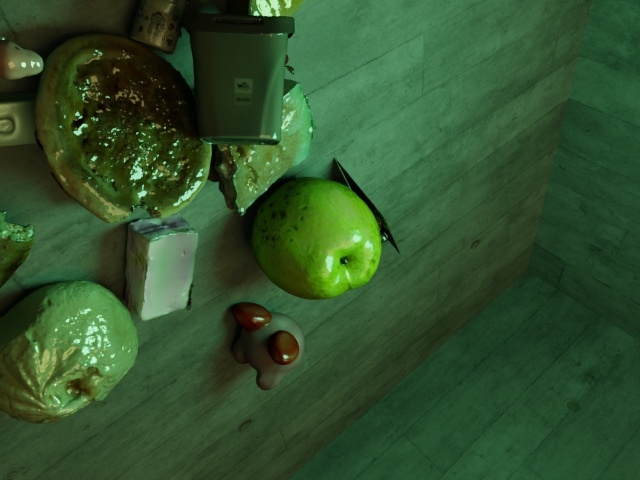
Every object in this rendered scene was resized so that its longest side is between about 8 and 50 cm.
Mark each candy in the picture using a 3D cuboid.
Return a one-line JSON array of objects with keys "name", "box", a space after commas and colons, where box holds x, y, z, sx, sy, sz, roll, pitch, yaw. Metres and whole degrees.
[{"name": "candy", "box": [-0.415, 0.070, 1.423, 0.156, 0.116, 0.265, -14, 130, -39]}]

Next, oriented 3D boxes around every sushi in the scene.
[{"name": "sushi", "box": [0.135, -0.091, 1.754, 0.050, 0.290, 0.264, -34, 144, 0]}]

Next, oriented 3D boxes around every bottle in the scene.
[{"name": "bottle", "box": [-0.313, -0.459, 1.094, 0.099, 0.099, 0.152, 11, 102, -51]}]

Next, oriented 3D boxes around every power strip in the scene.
[{"name": "power strip", "box": [-0.517, -0.246, 1.087, 0.385, 0.062, 0.091, -16, 129, -40]}]

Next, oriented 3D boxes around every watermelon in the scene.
[{"name": "watermelon", "box": [-0.169, -0.254, 1.344, 0.302, 0.151, 0.264, -45, 151, -23]}]

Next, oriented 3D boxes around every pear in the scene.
[{"name": "pear", "box": [0.000, 0.000, 1.605, 0.391, 0.391, 0.391, -28, 138, -29]}]

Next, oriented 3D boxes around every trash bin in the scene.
[{"name": "trash bin", "box": [-0.164, -0.325, 1.113, 0.220, 0.219, 0.250, 0, 96, -5]}]

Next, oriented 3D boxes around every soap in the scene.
[{"name": "soap", "box": [-0.106, -0.578, 1.231, 0.257, 0.080, 0.160, -50, 145, -3]}]

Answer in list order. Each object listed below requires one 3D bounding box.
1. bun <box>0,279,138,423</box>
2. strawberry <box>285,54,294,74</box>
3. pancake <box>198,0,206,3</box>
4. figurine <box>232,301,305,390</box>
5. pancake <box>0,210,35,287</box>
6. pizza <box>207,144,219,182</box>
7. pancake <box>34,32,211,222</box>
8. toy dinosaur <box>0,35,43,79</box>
[{"name": "bun", "box": [-0.598, 0.278, 1.301, 0.352, 0.227, 0.349, 18, 104, -58]}, {"name": "strawberry", "box": [-0.157, -0.433, 1.294, 0.192, 0.085, 0.140, -5, 160, -11]}, {"name": "pancake", "box": [-0.260, -0.530, 1.105, 0.017, 0.108, 0.108, -18, 150, 20]}, {"name": "figurine", "box": [-0.154, 0.339, 1.845, 0.211, 0.270, 0.261, -27, 147, -38]}, {"name": "pancake", "box": [-0.743, 0.102, 1.053, 0.427, 0.067, 0.305, -34, 166, -25]}, {"name": "pizza", "box": [-0.269, -0.253, 1.374, 0.176, 0.036, 0.184, -55, 139, -11]}, {"name": "pancake", "box": [-0.372, -0.213, 1.093, 0.382, 0.071, 0.382, 8, 80, -46]}, {"name": "toy dinosaur", "box": [-0.575, -0.293, 0.885, 0.194, 0.177, 0.152, -3, 122, -44]}]
